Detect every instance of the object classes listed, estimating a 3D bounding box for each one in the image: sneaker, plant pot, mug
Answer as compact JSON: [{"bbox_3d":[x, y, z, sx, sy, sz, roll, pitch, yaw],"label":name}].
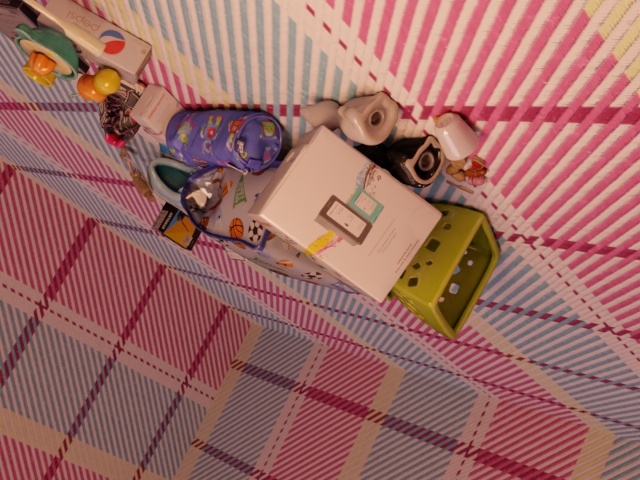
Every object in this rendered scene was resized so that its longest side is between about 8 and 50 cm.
[{"bbox_3d":[-0.325,-0.113,2.390,0.366,0.135,0.150,25,170,6],"label":"sneaker"},{"bbox_3d":[0.226,0.044,1.837,0.207,0.227,0.228,25,167,28],"label":"plant pot"},{"bbox_3d":[0.211,-0.174,1.421,0.078,0.062,0.064,2,145,44],"label":"mug"},{"bbox_3d":[-0.462,-0.305,2.012,0.121,0.112,0.299,25,165,4],"label":"sneaker"}]

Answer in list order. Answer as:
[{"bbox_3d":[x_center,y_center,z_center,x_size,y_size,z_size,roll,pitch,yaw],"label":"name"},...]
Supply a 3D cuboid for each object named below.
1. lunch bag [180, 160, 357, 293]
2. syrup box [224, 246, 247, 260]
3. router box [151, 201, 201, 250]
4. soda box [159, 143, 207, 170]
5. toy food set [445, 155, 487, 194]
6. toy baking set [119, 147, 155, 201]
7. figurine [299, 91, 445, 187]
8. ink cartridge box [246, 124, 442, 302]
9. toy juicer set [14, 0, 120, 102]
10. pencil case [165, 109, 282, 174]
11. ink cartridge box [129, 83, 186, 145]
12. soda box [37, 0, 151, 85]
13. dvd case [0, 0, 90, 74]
[{"bbox_3d":[-0.102,-0.048,1.993,0.328,0.239,0.385,28,168,-37],"label":"lunch bag"},{"bbox_3d":[-0.228,-0.070,2.261,0.093,0.096,0.237,4,123,55],"label":"syrup box"},{"bbox_3d":[-0.393,-0.079,2.536,0.133,0.179,0.046,37,165,-38],"label":"router box"},{"bbox_3d":[-0.282,-0.209,2.110,0.210,0.071,0.067,27,166,0],"label":"soda box"},{"bbox_3d":[0.268,-0.127,1.566,0.078,0.019,0.122,25,158,5],"label":"toy food set"},{"bbox_3d":[-0.528,-0.196,2.442,0.256,0.030,0.197,48,168,38],"label":"toy baking set"},{"bbox_3d":[0.082,-0.184,1.566,0.215,0.092,0.209,37,166,-32],"label":"figurine"},{"bbox_3d":[0.036,-0.049,1.592,0.270,0.197,0.198,36,175,-10],"label":"ink cartridge box"},{"bbox_3d":[-0.495,-0.342,1.685,0.209,0.089,0.329,28,165,-4],"label":"toy juicer set"},{"bbox_3d":[-0.212,-0.213,1.867,0.119,0.133,0.306,20,174,-41],"label":"pencil case"},{"bbox_3d":[-0.359,-0.282,1.959,0.052,0.088,0.122,20,164,34],"label":"ink cartridge box"},{"bbox_3d":[-0.449,-0.401,1.733,0.216,0.074,0.069,29,165,-8],"label":"soda box"},{"bbox_3d":[-0.653,-0.464,1.953,0.179,0.030,0.239,18,163,30],"label":"dvd case"}]
